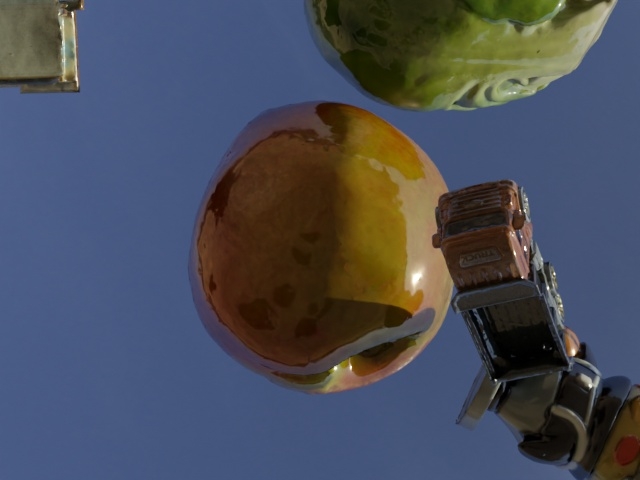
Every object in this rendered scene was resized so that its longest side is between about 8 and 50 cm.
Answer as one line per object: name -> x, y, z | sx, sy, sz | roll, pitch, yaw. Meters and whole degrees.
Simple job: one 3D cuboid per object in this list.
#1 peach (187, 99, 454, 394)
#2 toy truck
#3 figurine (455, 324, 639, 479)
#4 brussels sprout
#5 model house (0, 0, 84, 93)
peach -> 0.000, 0.000, 1.347 | 0.308, 0.308, 0.332 | -25, -111, 20
toy truck -> 0.163, 0.044, 1.061 | 0.083, 0.092, 0.192 | -13, -54, 19
figurine -> 0.269, 0.174, 1.197 | 0.236, 0.176, 0.133 | 27, -43, 7
brussels sprout -> 0.166, -0.292, 1.387 | 0.354, 0.289, 0.281 | 15, -63, 8
model house -> -0.390, -0.243, 1.329 | 0.271, 0.206, 0.178 | -5, -84, -3
